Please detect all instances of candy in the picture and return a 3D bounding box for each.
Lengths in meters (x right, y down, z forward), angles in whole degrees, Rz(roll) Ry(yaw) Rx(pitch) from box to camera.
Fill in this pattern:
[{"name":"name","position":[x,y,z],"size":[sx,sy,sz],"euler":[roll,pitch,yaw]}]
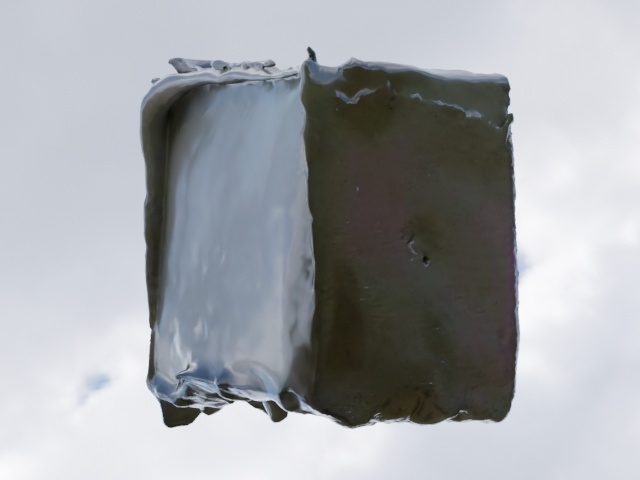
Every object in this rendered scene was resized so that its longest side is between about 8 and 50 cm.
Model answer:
[{"name":"candy","position":[0.000,0.000,0.919],"size":[0.137,0.185,0.195],"euler":[-2,-90,-35]}]
